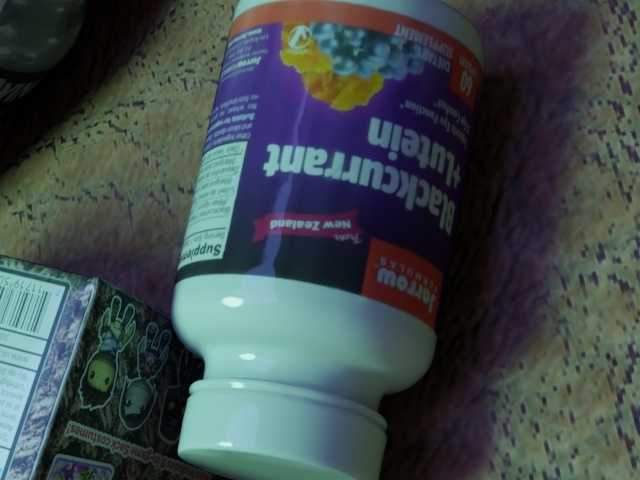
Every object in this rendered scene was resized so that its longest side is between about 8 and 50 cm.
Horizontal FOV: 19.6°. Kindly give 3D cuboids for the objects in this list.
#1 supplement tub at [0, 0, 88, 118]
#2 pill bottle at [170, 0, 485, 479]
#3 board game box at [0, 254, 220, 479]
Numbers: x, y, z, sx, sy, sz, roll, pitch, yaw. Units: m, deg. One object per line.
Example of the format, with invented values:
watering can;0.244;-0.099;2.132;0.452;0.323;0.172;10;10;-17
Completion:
supplement tub;-0.258;-0.113;0.976;0.316;0.193;0.193;-39;49;23
pill bottle;0.000;0.000;0.744;0.108;0.108;0.193;-4;68;42
board game box;-0.194;0.148;0.791;0.232;0.141;0.291;12;78;29
